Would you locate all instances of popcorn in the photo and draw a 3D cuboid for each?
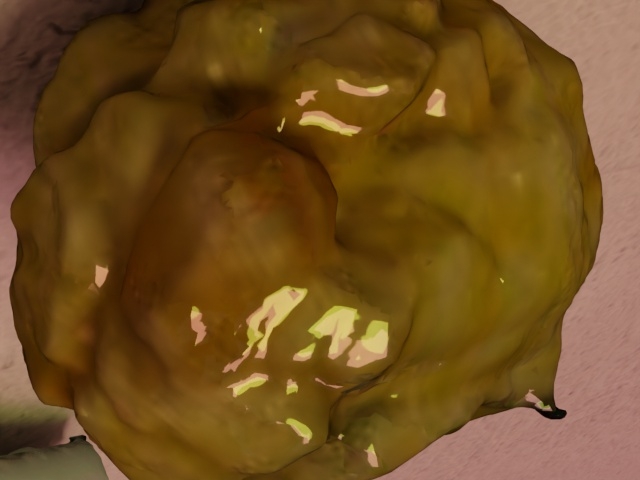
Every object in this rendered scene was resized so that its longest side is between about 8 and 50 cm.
[{"bbox_3d":[0.000,0.000,0.706,0.286,0.215,0.252,-12,145,-44],"label":"popcorn"}]

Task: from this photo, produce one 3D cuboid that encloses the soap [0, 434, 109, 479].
[{"bbox_3d":[-0.249,0.240,0.894,0.261,0.156,0.446,-40,164,21],"label":"soap"}]
